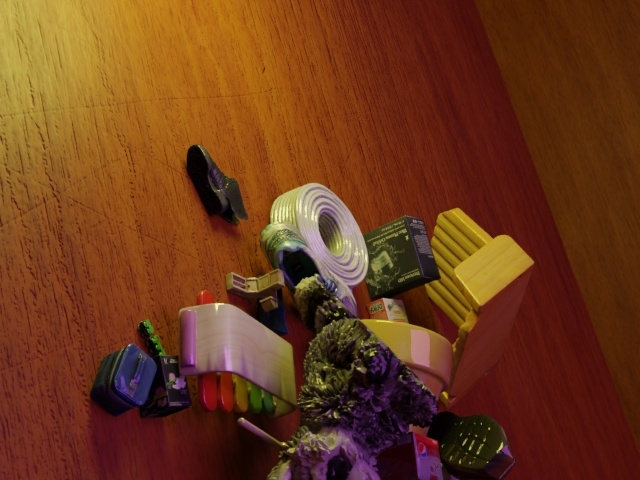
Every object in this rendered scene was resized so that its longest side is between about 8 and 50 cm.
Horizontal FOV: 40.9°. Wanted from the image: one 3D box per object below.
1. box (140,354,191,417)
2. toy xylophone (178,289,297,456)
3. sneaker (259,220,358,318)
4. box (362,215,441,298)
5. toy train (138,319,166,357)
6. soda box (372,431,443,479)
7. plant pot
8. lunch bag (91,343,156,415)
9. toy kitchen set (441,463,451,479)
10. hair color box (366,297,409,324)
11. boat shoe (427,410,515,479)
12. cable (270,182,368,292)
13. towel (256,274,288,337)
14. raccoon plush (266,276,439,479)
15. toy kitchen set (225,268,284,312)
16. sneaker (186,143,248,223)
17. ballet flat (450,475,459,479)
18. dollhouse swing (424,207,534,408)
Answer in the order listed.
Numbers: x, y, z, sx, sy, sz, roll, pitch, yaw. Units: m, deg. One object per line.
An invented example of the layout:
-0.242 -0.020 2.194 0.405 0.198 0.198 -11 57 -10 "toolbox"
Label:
-0.245 0.225 1.326 0.052 0.062 0.083 16 55 -54 "box"
-0.123 0.231 1.431 0.323 0.081 0.236 51 29 -48 "toy xylophone"
-0.019 0.094 1.702 0.283 0.110 0.122 49 3 -23 "sneaker"
0.183 0.043 2.063 0.093 0.156 0.158 8 62 -56 "box"
-0.268 0.166 1.382 0.083 0.017 0.024 63 19 -4 "toy train"
0.079 0.412 1.503 0.092 0.263 0.083 32 45 -46 "soda box"
0.127 0.311 1.708 0.254 0.254 0.239 35 57 -42 "plant pot"
-0.286 0.203 1.273 0.067 0.065 0.098 46 35 -31 "lunch bag"
0.210 0.511 1.552 0.207 0.166 0.122 40 -6 39 "toy kitchen set"
0.172 0.223 2.015 0.093 0.053 0.167 11 60 -54 "hair color box"
0.294 0.409 1.647 0.120 0.122 0.324 49 -11 -6 "boat shoe"
0.000 0.000 1.866 0.257 0.089 0.257 9 61 -56 "cable"
-0.096 0.128 1.676 0.067 0.029 0.119 27 46 -46 "towel"
0.001 0.281 1.458 0.216 0.299 0.446 47 -3 -25 "raccoon plush"
-0.120 0.091 1.608 0.075 0.083 0.068 29 45 -46 "toy kitchen set"
-0.199 -0.110 1.672 0.089 0.051 0.170 -26 96 -61 "sneaker"
0.242 0.569 1.733 0.164 0.182 0.483 21 26 14 "ballet flat"
0.308 0.143 2.093 0.305 0.347 0.315 35 46 28 "dollhouse swing"
